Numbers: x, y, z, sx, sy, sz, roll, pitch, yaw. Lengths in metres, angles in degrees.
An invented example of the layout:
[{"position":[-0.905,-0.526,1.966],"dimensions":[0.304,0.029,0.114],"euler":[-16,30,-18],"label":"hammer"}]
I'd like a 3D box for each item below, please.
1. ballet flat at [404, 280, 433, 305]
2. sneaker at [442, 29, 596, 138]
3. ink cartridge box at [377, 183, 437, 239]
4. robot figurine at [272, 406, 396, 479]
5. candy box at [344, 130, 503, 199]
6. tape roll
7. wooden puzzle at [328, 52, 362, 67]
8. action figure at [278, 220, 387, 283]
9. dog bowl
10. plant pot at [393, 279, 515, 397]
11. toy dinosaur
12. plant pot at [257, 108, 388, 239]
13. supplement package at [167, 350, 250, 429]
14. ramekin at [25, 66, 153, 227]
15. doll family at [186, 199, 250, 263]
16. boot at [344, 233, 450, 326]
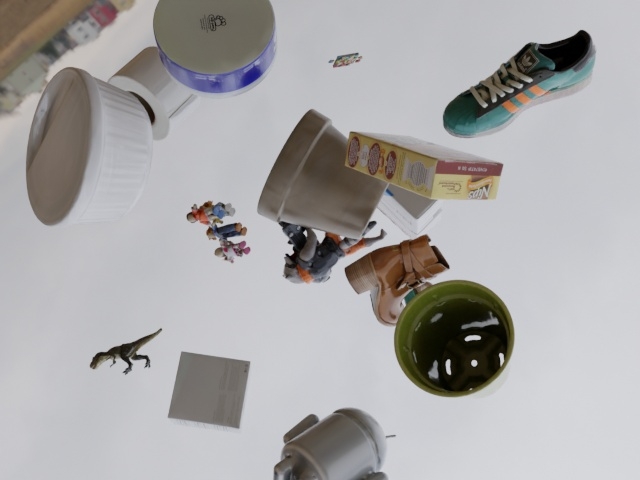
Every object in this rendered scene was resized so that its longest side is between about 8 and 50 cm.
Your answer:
[{"position":[0.333,0.272,2.173],"dimensions":[0.106,0.316,0.107],"euler":[-13,-172,-30],"label":"ballet flat"},{"position":[0.359,-0.295,1.308],"dimensions":[0.302,0.121,0.108],"euler":[-26,-121,0],"label":"sneaker"},{"position":[0.349,-0.179,2.928],"dimensions":[0.166,0.285,0.395],"euler":[-44,165,-5],"label":"ink cartridge box"},{"position":[0.036,0.571,1.881],"dimensions":[0.353,0.199,0.300],"euler":[-24,-135,-37],"label":"robot figurine"},{"position":[0.215,-0.165,1.550],"dimensions":[0.316,0.183,0.087],"euler":[31,-64,53],"label":"candy box"},{"position":[-0.521,-0.458,2.233],"dimensions":[0.246,0.246,0.169],"euler":[-12,-146,48],"label":"tape roll"},{"position":[0.056,-0.396,1.570],"dimensions":[0.083,0.006,0.049],"euler":[-14,171,-14],"label":"wooden puzzle"},{"position":[0.000,0.000,2.184],"dimensions":[0.330,0.341,0.178],"euler":[-43,-147,3],"label":"action figure"},{"position":[-0.227,-0.450,1.561],"dimensions":[0.265,0.265,0.104],"euler":[-48,171,-14],"label":"dog bowl"},{"position":[0.346,0.265,1.714],"dimensions":[0.276,0.254,0.276],"euler":[-10,-117,21],"label":"plant pot"},{"position":[-0.639,0.387,2.412],"dimensions":[0.268,0.064,0.118],"euler":[-22,-120,-25],"label":"toy dinosaur"},{"position":[0.026,-0.150,1.923],"dimensions":[0.323,0.280,0.323],"euler":[-62,176,-7],"label":"plant pot"},{"position":[-0.315,0.442,2.063],"dimensions":[0.149,0.203,0.194],"euler":[102,-4,-68],"label":"supplement package"},{"position":[-0.398,-0.153,1.237],"dimensions":[0.273,0.127,0.272],"euler":[-7,-99,47],"label":"ramekin"},{"position":[-0.339,-0.049,2.404],"dimensions":[0.163,0.263,0.118],"euler":[-8,-141,35],"label":"doll family"},{"position":[0.212,0.096,1.747],"dimensions":[0.220,0.283,0.109],"euler":[-25,-138,16],"label":"boot"}]
